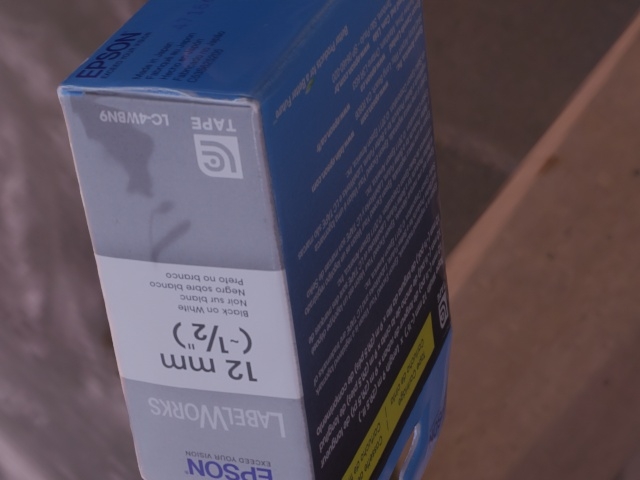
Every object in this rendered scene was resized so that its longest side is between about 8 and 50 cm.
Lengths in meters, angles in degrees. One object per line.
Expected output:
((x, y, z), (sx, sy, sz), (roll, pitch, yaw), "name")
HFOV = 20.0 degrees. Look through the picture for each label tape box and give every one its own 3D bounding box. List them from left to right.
((-0.016, 0.018, 1.008), (0.115, 0.249, 0.348), (6, 123, 19), "label tape box")
